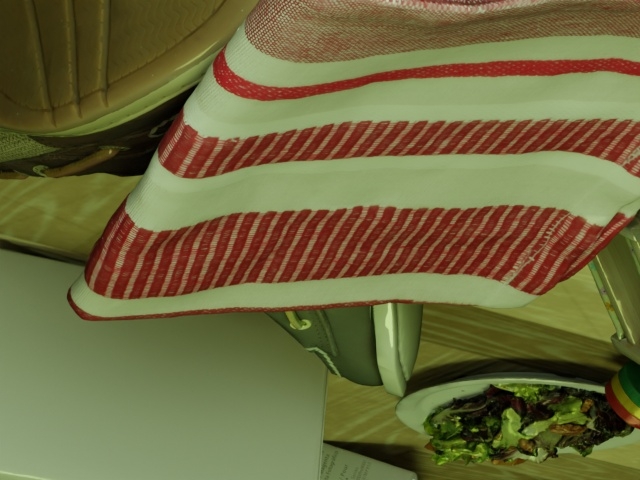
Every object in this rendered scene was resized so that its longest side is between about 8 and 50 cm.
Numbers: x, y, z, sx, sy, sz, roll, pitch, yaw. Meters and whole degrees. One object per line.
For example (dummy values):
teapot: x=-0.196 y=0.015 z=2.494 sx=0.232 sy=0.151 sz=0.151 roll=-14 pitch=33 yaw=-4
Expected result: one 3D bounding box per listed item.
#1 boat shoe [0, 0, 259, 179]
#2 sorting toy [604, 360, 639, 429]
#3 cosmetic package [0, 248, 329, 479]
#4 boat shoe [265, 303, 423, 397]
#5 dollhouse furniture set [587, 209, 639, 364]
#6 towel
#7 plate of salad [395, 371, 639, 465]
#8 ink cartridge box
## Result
boat shoe: x=-0.100 y=-0.085 z=0.834 sx=0.123 sy=0.123 sz=0.342 roll=4 pitch=164 yaw=-41
sorting toy: x=0.310 y=0.191 z=1.351 sx=0.132 sy=0.274 sz=0.046 roll=-15 pitch=149 yaw=-55
cosmetic package: x=-0.197 y=0.105 z=1.279 sx=0.366 sy=0.155 sz=0.197 roll=13 pitch=157 yaw=-18
boat shoe: x=0.000 y=-0.004 z=1.025 sx=0.091 sy=0.109 sz=0.305 roll=1 pitch=153 yaw=10
dollhouse furniture set: x=0.199 y=-0.045 z=0.967 sx=0.182 sy=0.161 sz=0.101 roll=64 pitch=168 yaw=-25
towel: x=0.048 y=-0.032 z=0.784 sx=0.237 sy=0.037 sz=0.329 roll=-2 pitch=159 yaw=-23
plate of salad: x=0.155 y=0.141 z=1.450 sx=0.200 sy=0.048 sz=0.200 roll=4 pitch=159 yaw=2
ink cartridge box: x=-0.026 y=0.211 z=1.698 sx=0.232 sy=0.066 sz=0.189 roll=22 pitch=163 yaw=13
